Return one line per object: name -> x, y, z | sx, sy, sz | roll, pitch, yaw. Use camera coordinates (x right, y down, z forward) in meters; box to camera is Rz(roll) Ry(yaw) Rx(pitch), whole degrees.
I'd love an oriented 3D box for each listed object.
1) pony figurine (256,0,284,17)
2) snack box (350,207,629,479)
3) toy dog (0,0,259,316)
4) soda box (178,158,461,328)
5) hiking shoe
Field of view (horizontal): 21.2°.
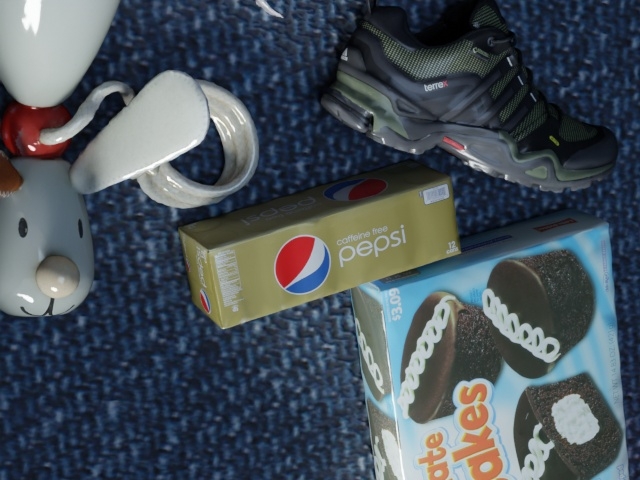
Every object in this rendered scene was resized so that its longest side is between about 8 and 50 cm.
pony figurine -> 0.046, -0.306, 0.955 | 0.363, 0.303, 0.351 | 12, 87, 11
snack box -> 0.133, 0.153, 1.258 | 0.187, 0.060, 0.322 | -16, 111, -20
toy dog -> -0.146, -0.114, 0.997 | 0.220, 0.161, 0.334 | -25, 113, -16
soda box -> 0.000, 0.000, 1.153 | 0.181, 0.061, 0.058 | -16, 111, -20
hiking shoe -> 0.118, -0.105, 1.163 | 0.226, 0.086, 0.114 | 12, 102, -26
